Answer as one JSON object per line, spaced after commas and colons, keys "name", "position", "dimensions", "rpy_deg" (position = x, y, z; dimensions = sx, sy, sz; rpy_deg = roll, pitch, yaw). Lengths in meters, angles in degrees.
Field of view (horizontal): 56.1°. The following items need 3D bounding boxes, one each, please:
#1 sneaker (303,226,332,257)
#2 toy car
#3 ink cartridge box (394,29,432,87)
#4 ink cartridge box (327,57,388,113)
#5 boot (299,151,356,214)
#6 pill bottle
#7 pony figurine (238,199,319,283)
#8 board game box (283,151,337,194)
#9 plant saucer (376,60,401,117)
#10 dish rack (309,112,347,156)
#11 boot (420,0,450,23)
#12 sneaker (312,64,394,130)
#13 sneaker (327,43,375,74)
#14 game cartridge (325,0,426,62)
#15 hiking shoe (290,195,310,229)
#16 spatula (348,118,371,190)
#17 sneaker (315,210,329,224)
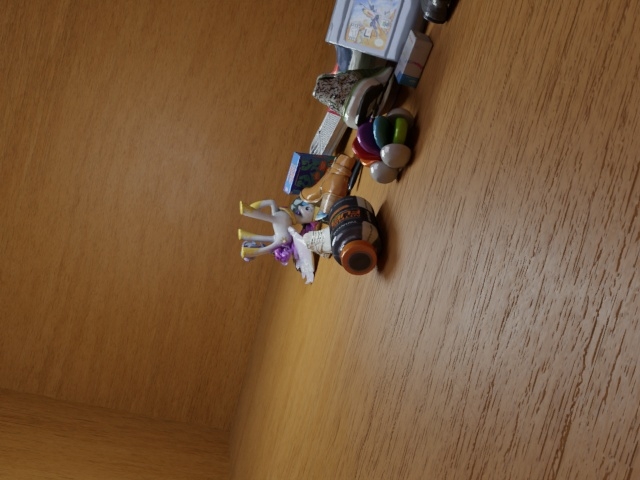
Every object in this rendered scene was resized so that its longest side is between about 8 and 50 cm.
{"name": "sneaker", "position": [0.000, 0.000, 2.077], "dimensions": [0.232, 0.115, 0.091], "rpy_deg": [126, 156, -66]}
{"name": "toy car", "position": [0.152, -0.246, 1.512], "dimensions": [0.182, 0.136, 0.159], "rpy_deg": [123, 159, -62]}
{"name": "ink cartridge box", "position": [0.243, -0.476, 1.572], "dimensions": [0.089, 0.052, 0.123], "rpy_deg": [-91, 17, -55]}
{"name": "ink cartridge box", "position": [0.130, -0.550, 2.070], "dimensions": [0.306, 0.131, 0.226], "rpy_deg": [-149, 76, -79]}
{"name": "boot", "position": [0.028, -0.222, 2.188], "dimensions": [0.220, 0.109, 0.283], "rpy_deg": [-69, 21, 7]}
{"name": "pill bottle", "position": [0.090, -0.010, 1.552], "dimensions": [0.246, 0.130, 0.131], "rpy_deg": [-95, 22, -61]}
{"name": "pony figurine", "position": [-0.145, -0.013, 2.441], "dimensions": [0.303, 0.363, 0.351], "rpy_deg": [-152, 61, -73]}
{"name": "board game box", "position": [-0.026, -0.254, 2.332], "dimensions": [0.047, 0.210, 0.160], "rpy_deg": [43, 124, 44]}
{"name": "plant saucer", "position": [0.207, -0.460, 1.799], "dimensions": [0.198, 0.036, 0.199], "rpy_deg": [-167, 90, -80]}
{"name": "dish rack", "position": [0.054, -0.448, 2.446], "dimensions": [0.286, 0.072, 0.333], "rpy_deg": [-90, 25, -57]}
{"name": "boot", "position": [0.297, -0.706, 1.438], "dimensions": [0.223, 0.118, 0.338], "rpy_deg": [112, 173, -63]}
{"name": "sneaker", "position": [0.086, -0.429, 1.659], "dimensions": [0.410, 0.182, 0.158], "rpy_deg": [-55, -11, -67]}
{"name": "sneaker", "position": [0.109, -0.642, 1.834], "dimensions": [0.131, 0.148, 0.350], "rpy_deg": [6, -76, -57]}
{"name": "game cartridge", "position": [0.157, -0.626, 1.696], "dimensions": [0.062, 0.297, 0.198], "rpy_deg": [-13, -57, -52]}
{"name": "hiking shoe", "position": [-0.018, -0.176, 2.557], "dimensions": [0.132, 0.113, 0.304], "rpy_deg": [65, 144, 24]}
{"name": "spatula", "position": [0.137, -0.305, 1.984], "dimensions": [0.084, 0.030, 0.297], "rpy_deg": [179, 105, -79]}
{"name": "sneaker", "position": [0.016, -0.101, 2.294], "dimensions": [0.162, 0.063, 0.073], "rpy_deg": [-149, 77, -79]}
